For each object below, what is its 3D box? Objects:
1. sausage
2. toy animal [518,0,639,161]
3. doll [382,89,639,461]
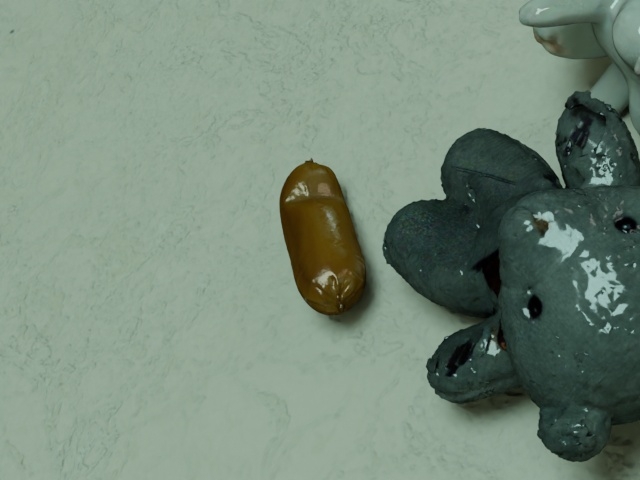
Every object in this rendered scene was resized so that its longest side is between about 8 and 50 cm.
[{"bbox_3d":[0.000,0.000,1.263,0.062,0.054,0.183,-8,42,-9],"label":"sausage"},{"bbox_3d":[0.223,-0.173,1.174,0.138,0.140,0.282,-39,45,-8],"label":"toy animal"},{"bbox_3d":[0.149,0.011,1.062,0.246,0.158,0.340,-53,43,4],"label":"doll"}]
